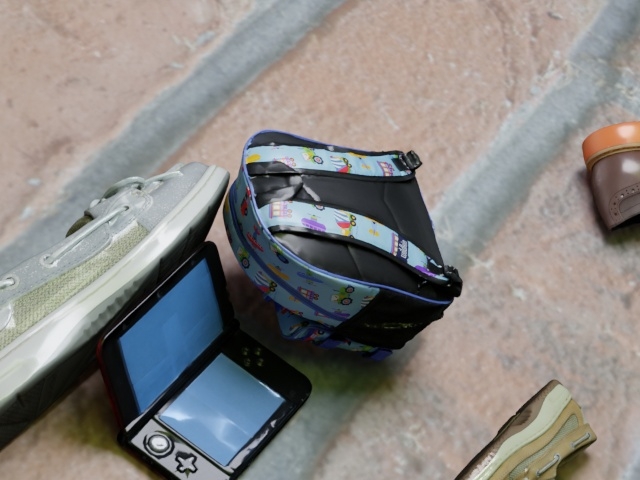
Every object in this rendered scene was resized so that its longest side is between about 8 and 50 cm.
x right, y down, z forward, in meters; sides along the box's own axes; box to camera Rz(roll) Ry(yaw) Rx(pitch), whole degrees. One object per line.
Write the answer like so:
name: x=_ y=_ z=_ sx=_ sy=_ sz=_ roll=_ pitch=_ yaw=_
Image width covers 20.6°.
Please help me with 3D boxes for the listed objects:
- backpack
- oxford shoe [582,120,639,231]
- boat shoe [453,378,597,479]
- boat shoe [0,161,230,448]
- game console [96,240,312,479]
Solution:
backpack: x=0.000 y=0.000 z=1.323 sx=0.173 sy=0.117 sz=0.158 roll=13 pitch=45 yaw=-35
oxford shoe: x=0.364 y=-0.043 z=1.557 sx=0.271 sy=0.097 sz=0.098 roll=0 pitch=68 yaw=-12
boat shoe: x=0.149 y=0.177 z=1.297 sx=0.072 sy=0.068 sz=0.190 roll=47 pitch=50 yaw=5
boat shoe: x=-0.183 y=0.031 z=1.264 sx=0.103 sy=0.118 sz=0.320 roll=39 pitch=56 yaw=9
game console: x=-0.080 y=0.094 z=1.266 sx=0.124 sy=0.085 sz=0.144 roll=35 pitch=49 yaw=11
